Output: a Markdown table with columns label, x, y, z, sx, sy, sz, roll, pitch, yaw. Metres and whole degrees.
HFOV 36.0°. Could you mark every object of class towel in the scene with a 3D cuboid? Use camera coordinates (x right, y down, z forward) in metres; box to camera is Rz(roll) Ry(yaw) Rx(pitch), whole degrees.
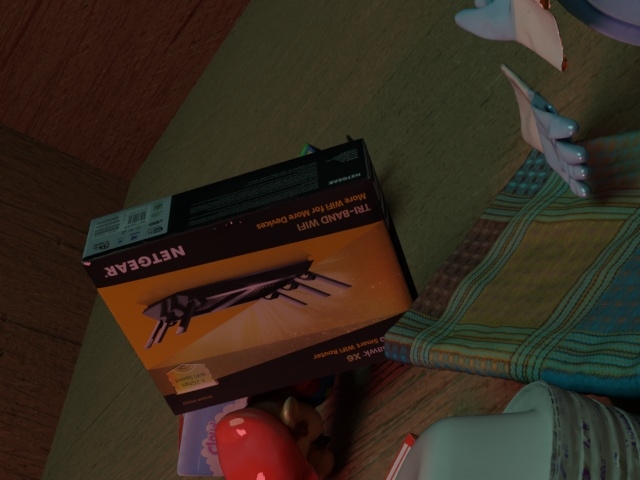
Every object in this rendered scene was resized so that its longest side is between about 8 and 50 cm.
| label | x | y | z | sx | sy | sz | roll | pitch | yaw |
| --- | --- | --- | --- | --- | --- | --- | --- | --- | --- |
| towel | 0.213 | 0.002 | 0.766 | 0.271 | 0.040 | 0.370 | -49 | 18 | -19 |

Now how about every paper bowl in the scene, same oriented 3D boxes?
| label | x | y | z | sx | sy | sz | roll | pitch | yaw |
| --- | --- | --- | --- | --- | --- | --- | --- | --- | --- |
| paper bowl | 0.106 | 0.226 | 0.620 | 0.284 | 0.148 | 0.284 | 20 | -90 | -89 |

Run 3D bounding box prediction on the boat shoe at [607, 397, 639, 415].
| label | x | y | z | sx | sy | sz | roll | pitch | yaw |
| --- | --- | --- | --- | --- | --- | --- | --- | --- | --- |
| boat shoe | 0.237 | 0.106 | 0.743 | 0.056 | 0.048 | 0.153 | -52 | 27 | 0 |

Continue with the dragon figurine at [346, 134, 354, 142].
| label | x | y | z | sx | sy | sz | roll | pitch | yaw |
| --- | --- | --- | --- | --- | --- | --- | --- | --- | --- |
| dragon figurine | 0.000 | 0.000 | 1.398 | 0.289 | 0.085 | 0.144 | -54 | 23 | 31 |

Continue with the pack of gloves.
| label | x | y | z | sx | sy | sz | roll | pitch | yaw |
| --- | --- | --- | --- | --- | --- | --- | --- | --- | --- |
| pack of gloves | 0.161 | -0.141 | 0.837 | 0.046 | 0.195 | 0.232 | -19 | 19 | 3 |

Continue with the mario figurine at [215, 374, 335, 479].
| label | x | y | z | sx | sy | sz | roll | pitch | yaw |
| --- | --- | --- | --- | --- | --- | --- | --- | --- | --- |
| mario figurine | -0.013 | 0.200 | 1.209 | 0.198 | 0.170 | 0.321 | 84 | -161 | -44 |

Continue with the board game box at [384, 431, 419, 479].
| label | x | y | z | sx | sy | sz | roll | pitch | yaw |
| --- | --- | --- | --- | --- | --- | --- | --- | --- | --- |
| board game box | 0.080 | 0.294 | 0.905 | 0.194 | 0.045 | 0.147 | -63 | 18 | 3 |

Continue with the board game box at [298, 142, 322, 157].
| label | x | y | z | sx | sy | sz | roll | pitch | yaw |
| --- | --- | --- | --- | --- | --- | --- | --- | --- | --- |
| board game box | -0.037 | -0.024 | 1.337 | 0.201 | 0.035 | 0.136 | -62 | 20 | 9 |

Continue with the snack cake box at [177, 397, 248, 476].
| label | x | y | z | sx | sy | sz | roll | pitch | yaw |
| --- | --- | --- | --- | --- | --- | --- | --- | --- | --- |
| snack cake box | -0.151 | 0.194 | 1.432 | 0.152 | 0.089 | 0.265 | -104 | 22 | -58 |

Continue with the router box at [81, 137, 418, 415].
| label | x | y | z | sx | sy | sz | roll | pitch | yaw |
| --- | --- | --- | --- | --- | --- | --- | --- | --- | --- |
| router box | -0.062 | 0.048 | 1.062 | 0.308 | 0.243 | 0.081 | -16 | 36 | 9 |

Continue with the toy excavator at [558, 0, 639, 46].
| label | x | y | z | sx | sy | sz | roll | pitch | yaw |
| --- | --- | --- | --- | --- | --- | --- | --- | --- | --- |
| toy excavator | 0.299 | -0.310 | 0.600 | 0.433 | 0.222 | 0.445 | -58 | 2 | 20 |
